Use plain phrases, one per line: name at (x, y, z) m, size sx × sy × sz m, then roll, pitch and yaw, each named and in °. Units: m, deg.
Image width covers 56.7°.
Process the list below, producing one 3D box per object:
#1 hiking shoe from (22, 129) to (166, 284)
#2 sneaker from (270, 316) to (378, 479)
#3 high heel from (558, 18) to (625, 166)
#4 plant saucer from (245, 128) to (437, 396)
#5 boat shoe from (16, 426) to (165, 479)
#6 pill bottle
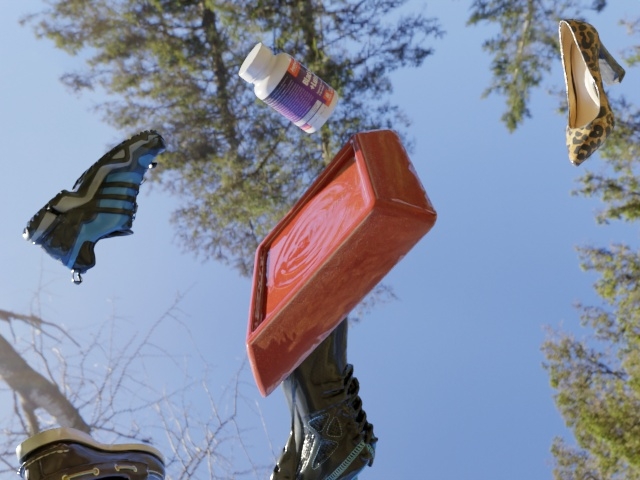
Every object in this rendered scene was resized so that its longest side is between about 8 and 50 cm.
hiking shoe at (-0.366, -0.070, 1.038) m, size 0.113 × 0.132 × 0.304 m, roll -13°, pitch -147°, yaw 53°
sneaker at (0.022, 0.241, 0.826) m, size 0.140 × 0.340 × 0.125 m, roll 11°, pitch -165°, yaw 25°
high heel at (0.484, -0.286, 1.136) m, size 0.093 × 0.186 × 0.261 m, roll -7°, pitch -127°, yaw 59°
plant saucer at (0.000, 0.000, 0.655) m, size 0.048 × 0.258 × 0.259 m, roll 35°, pitch -158°, yaw -18°
boat shoe at (-0.252, 0.277, 0.686) m, size 0.081 × 0.228 × 0.068 m, roll -34°, pitch -124°, yaw 4°
pill bottle at (-0.068, -0.319, 1.231) m, size 0.193 × 0.108 × 0.108 m, roll 32°, pitch -133°, yaw -25°
